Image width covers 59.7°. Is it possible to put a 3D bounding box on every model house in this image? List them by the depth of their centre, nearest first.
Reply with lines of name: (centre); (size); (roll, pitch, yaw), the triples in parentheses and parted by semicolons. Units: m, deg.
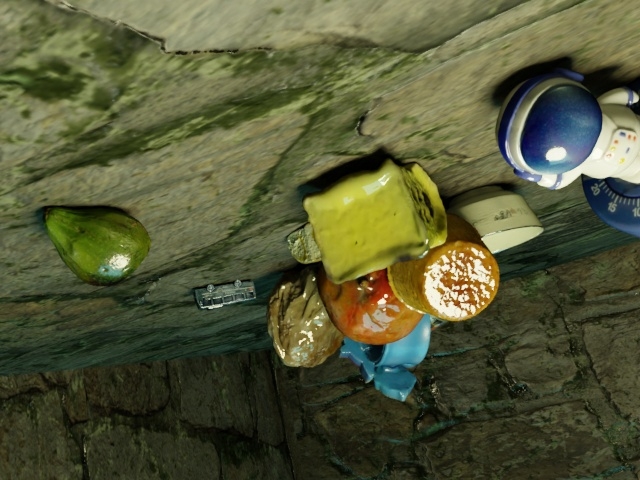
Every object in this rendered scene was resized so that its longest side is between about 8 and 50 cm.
model house: (0.110, -0.045, 0.995); (0.193, 0.175, 0.234); (-23, -178, 27)

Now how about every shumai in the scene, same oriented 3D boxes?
shumai: (0.022, 0.183, 1.474); (0.262, 0.267, 0.314); (-27, -159, 37)

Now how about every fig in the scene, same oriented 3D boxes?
fig: (-0.347, -0.003, 0.850); (0.123, 0.123, 0.156); (-25, 123, 37)

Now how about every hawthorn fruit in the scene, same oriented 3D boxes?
hawthorn fruit: (0.112, 0.097, 1.248); (0.276, 0.277, 0.298); (-18, 173, 15)

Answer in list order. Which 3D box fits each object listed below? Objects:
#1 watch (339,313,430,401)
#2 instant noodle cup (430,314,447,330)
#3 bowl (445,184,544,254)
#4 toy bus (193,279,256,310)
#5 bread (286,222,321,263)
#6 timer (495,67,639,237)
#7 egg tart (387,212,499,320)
watch: (0.196, 0.270, 1.557); (0.241, 0.305, 0.275); (0, 133, -19)
instant noodle cup: (0.283, 0.206, 1.848); (0.214, 0.297, 0.296); (-33, 157, 33)
bowl: (0.367, -0.043, 1.256); (0.237, 0.127, 0.238); (-12, 165, -3)
toy bus: (-0.260, 0.149, 1.522); (0.165, 0.065, 0.047); (-9, 165, -23)
bread: (0.000, 0.000, 1.202); (0.157, 0.083, 0.094); (-23, 175, 27)
timer: (0.422, -0.137, 0.804); (0.383, 0.271, 0.270); (7, 158, -21)
egg tart: (0.243, 0.061, 1.078); (0.215, 0.215, 0.171); (-13, -166, -4)
